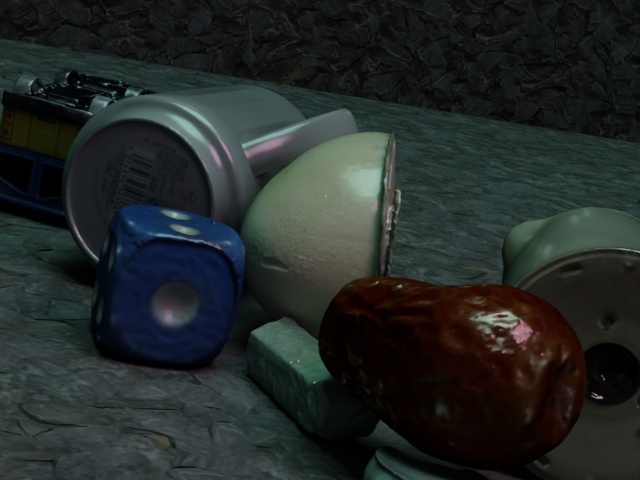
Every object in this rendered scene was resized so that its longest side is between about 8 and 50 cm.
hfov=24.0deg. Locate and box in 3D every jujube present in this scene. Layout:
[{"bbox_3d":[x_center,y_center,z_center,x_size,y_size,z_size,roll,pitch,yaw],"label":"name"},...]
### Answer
[{"bbox_3d":[0.117,0.110,1.385,0.255,0.190,0.190,24,18,35],"label":"jujube"}]

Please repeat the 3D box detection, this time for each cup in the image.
[{"bbox_3d":[-0.120,-0.083,1.860,0.322,0.237,0.327,-20,1,20],"label":"cup"}]

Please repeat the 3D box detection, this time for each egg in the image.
[{"bbox_3d":[0.000,-0.004,1.718,0.174,0.264,0.286,8,15,3],"label":"egg"}]

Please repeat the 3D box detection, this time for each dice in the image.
[{"bbox_3d":[-0.165,0.045,1.606,0.143,0.146,0.146,11,14,-13],"label":"dice"}]

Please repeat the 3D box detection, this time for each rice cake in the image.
[{"bbox_3d":[-0.014,0.142,1.532,0.069,0.063,0.206,-2,19,-29],"label":"rice cake"}]

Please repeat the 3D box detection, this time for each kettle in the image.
[{"bbox_3d":[0.346,0.128,1.631,0.361,0.250,0.377,34,13,0],"label":"kettle"}]

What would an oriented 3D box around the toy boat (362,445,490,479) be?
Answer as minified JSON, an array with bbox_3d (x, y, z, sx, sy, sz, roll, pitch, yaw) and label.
[{"bbox_3d":[0.098,0.237,1.285,0.134,0.079,0.207,19,3,-7],"label":"toy boat"}]

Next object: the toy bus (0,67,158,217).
[{"bbox_3d":[-0.338,-0.139,2.099,0.138,0.175,0.287,15,14,10],"label":"toy bus"}]
